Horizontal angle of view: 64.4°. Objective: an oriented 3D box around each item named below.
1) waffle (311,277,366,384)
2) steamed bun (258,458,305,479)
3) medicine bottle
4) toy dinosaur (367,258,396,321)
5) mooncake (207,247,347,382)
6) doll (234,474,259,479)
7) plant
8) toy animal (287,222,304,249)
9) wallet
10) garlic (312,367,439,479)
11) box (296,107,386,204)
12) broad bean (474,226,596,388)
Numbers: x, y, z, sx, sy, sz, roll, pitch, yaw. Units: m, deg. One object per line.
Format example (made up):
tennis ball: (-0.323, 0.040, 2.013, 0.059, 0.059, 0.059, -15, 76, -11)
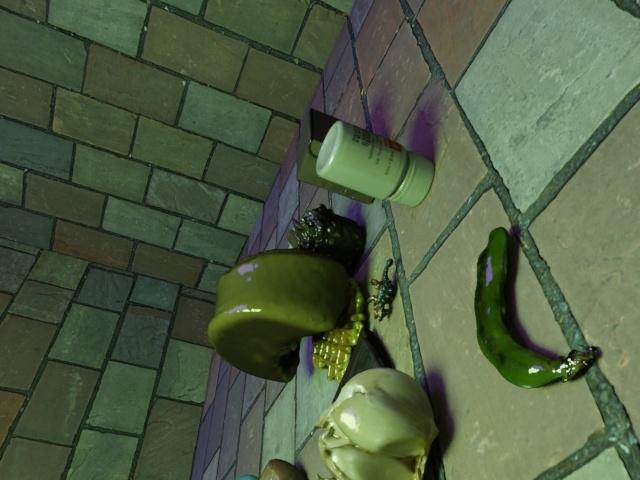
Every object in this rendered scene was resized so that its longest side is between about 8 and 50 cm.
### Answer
waffle: (0.044, 0.244, 1.377, 0.300, 0.058, 0.281, -118, 47, -68)
steamed bun: (-0.096, 0.665, 1.330, 0.144, 0.107, 0.175, -65, 31, 8)
medicine bottle: (0.128, -0.172, 1.188, 0.144, 0.252, 0.144, -159, 90, -75)
toy dinosaur: (0.145, 0.114, 1.179, 0.055, 0.049, 0.154, 2, 71, 38)
mooncake: (-0.093, 0.199, 1.376, 0.395, 0.393, 0.246, -15, 51, 22)
doll: (-0.234, 0.820, 1.553, 0.314, 0.141, 0.177, 120, 148, -52)
plant: (0.000, 0.000, 1.490, 0.178, 0.234, 0.203, -100, 26, -69)
toy animal: (-0.055, 0.030, 1.819, 0.193, 0.128, 0.178, -88, 24, -50)
wallet: (0.084, 0.337, 1.159, 0.182, 0.049, 0.229, -118, 46, -67)
garlic: (0.083, 0.358, 0.877, 0.185, 0.203, 0.280, 65, -142, -86)
box: (0.060, -0.240, 1.479, 0.188, 0.253, 0.153, -91, 23, -47)
broad bean: (0.282, 0.107, 0.750, 0.144, 0.050, 0.291, -56, 24, 28)
